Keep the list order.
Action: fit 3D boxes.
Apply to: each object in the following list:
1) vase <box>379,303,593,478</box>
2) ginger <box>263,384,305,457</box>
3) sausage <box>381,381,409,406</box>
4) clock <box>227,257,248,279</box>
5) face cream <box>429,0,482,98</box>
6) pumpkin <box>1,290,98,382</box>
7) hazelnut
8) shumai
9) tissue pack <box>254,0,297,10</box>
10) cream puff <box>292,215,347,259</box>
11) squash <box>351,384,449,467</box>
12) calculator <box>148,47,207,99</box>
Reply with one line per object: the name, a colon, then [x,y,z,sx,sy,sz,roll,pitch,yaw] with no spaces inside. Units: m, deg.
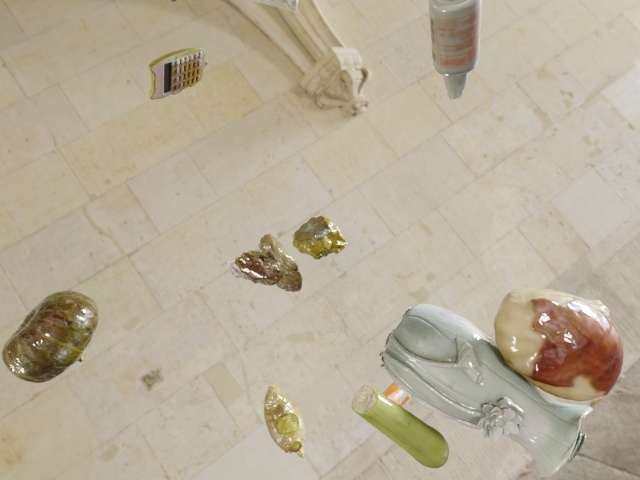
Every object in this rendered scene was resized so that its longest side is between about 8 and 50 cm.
vase: [0.378,0.339,1.013,0.250,0.446,0.249,-37,-36,-33]
ginger: [-0.101,0.522,1.224,0.102,0.216,0.157,-23,-8,-17]
sausage: [0.314,0.623,1.739,0.312,0.092,0.093,-23,-16,-47]
clock: [-0.296,0.105,1.540,0.041,0.087,0.129,-52,18,-23]
face cream: [0.294,-0.414,0.932,0.101,0.101,0.251,-36,-36,-6]
pumpkin: [-0.599,0.223,0.980,0.219,0.162,0.218,-32,28,20]
hazelnut: [0.514,0.206,0.932,0.241,0.261,0.261,-48,-9,1]
shumai: [-0.094,0.060,0.874,0.105,0.123,0.139,-46,-38,4]
tissue pack: [-0.135,-0.825,1.146,0.194,0.267,0.356,97,-169,-71]
cream puff: [0.000,0.000,1.287,0.146,0.116,0.146,-27,34,20]
squash: [0.179,0.405,0.919,0.083,0.250,0.083,-49,12,14]
calculator: [-0.463,-0.550,1.397,0.237,0.033,0.157,-39,-15,-38]
